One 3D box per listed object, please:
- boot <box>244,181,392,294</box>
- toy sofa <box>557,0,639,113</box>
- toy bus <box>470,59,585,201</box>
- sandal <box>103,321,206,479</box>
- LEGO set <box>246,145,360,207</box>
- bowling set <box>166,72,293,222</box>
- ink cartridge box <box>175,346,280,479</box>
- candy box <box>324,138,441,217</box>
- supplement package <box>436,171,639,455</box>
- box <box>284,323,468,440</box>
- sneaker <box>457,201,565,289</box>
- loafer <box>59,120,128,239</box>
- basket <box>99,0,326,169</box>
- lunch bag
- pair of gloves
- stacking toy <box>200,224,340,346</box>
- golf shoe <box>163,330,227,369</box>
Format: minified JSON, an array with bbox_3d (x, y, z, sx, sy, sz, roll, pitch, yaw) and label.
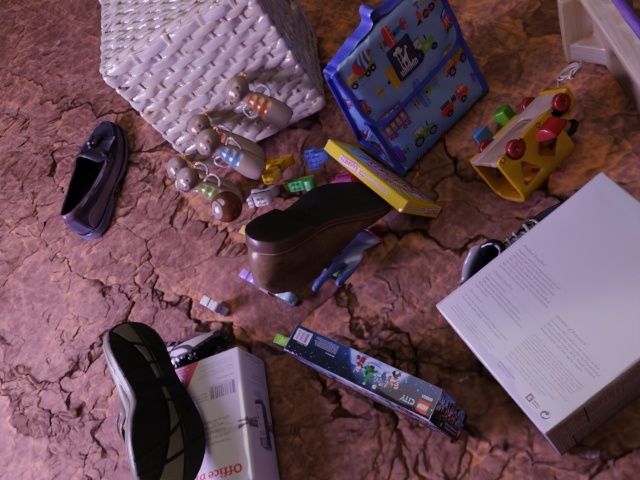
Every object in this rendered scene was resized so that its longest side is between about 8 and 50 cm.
[{"bbox_3d":[0.006,-0.013,1.018,0.305,0.115,0.112,-25,39,-35],"label":"boot"},{"bbox_3d":[0.503,-0.238,0.896,0.177,0.150,0.362,-24,57,15],"label":"toy sofa"},{"bbox_3d":[0.338,-0.152,0.962,0.202,0.104,0.191,-30,21,40],"label":"toy bus"},{"bbox_3d":[-0.265,0.262,0.960,0.086,0.120,0.302,-56,46,31],"label":"sandal"},{"bbox_3d":[-0.051,-0.113,1.125,0.227,0.087,0.093,-9,26,24],"label":"LEGO set"},{"bbox_3d":[-0.183,-0.139,1.090,0.287,0.154,0.200,-53,16,33],"label":"bowling set"},{"bbox_3d":[-0.162,0.305,0.992,0.159,0.092,0.217,-22,56,17],"label":"ink cartridge box"},{"bbox_3d":[0.104,-0.107,1.056,0.206,0.105,0.027,44,117,35],"label":"candy box"},{"bbox_3d":[0.330,0.100,0.783,0.263,0.198,0.199,-40,54,4],"label":"supplement package"},{"bbox_3d":[0.080,0.202,0.881,0.233,0.159,0.044,19,74,33],"label":"box"},{"bbox_3d":[0.286,0.015,0.888,0.228,0.132,0.086,-45,55,0],"label":"sneaker"},{"bbox_3d":[-0.509,-0.153,1.389,0.109,0.095,0.302,-10,62,22],"label":"loafer"},{"bbox_3d":[-0.194,-0.365,1.183,0.331,0.328,0.266,-24,52,14],"label":"basket"},{"bbox_3d":[0.127,-0.285,1.018,0.221,0.293,0.138,-45,55,0],"label":"lunch bag"},{"bbox_3d":[0.000,0.000,1.078,0.159,0.023,0.198,-35,51,-19],"label":"pair of gloves"},{"bbox_3d":[-0.093,0.080,1.094,0.221,0.052,0.167,22,77,32],"label":"stacking toy"},{"bbox_3d":[-0.259,0.202,1.101,0.198,0.077,0.094,-34,55,6],"label":"golf shoe"}]
